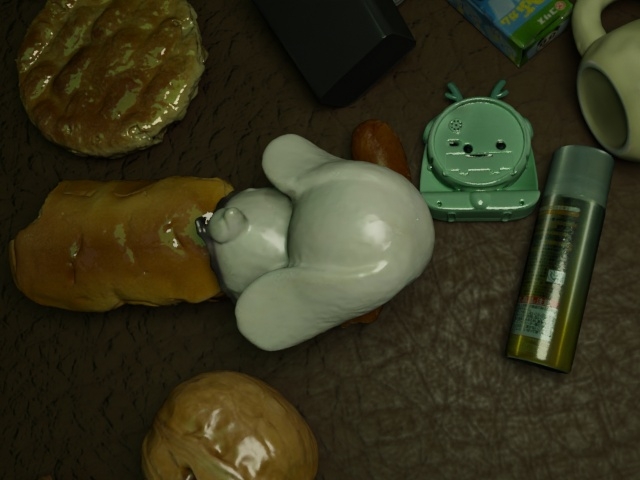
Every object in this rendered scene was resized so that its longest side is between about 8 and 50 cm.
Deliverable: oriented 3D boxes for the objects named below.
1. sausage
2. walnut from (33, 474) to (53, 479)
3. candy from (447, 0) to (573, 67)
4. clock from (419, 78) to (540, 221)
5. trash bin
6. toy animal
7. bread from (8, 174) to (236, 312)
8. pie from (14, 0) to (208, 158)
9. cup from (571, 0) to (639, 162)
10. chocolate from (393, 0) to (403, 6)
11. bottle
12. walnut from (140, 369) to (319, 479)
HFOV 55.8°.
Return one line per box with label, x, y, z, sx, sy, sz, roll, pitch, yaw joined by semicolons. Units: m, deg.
sausage;0.073;-0.024;0.840;0.102;0.076;0.302;8;79;13
walnut;-0.371;0.435;0.793;0.137;0.137;0.246;-3;83;11
candy;0.264;-0.357;0.889;0.097;0.062;0.194;-39;72;0
clock;0.217;-0.131;0.843;0.159;0.066;0.211;-2;76;10
trash bin;0.016;-0.334;0.887;0.165;0.115;0.226;-37;75;32
toy animal;-0.012;-0.012;0.736;0.289;0.174;0.249;-27;65;22
bread;-0.275;0.005;0.867;0.343;0.149;0.195;-4;75;11
pie;-0.343;-0.286;0.991;0.339;0.083;0.340;-2;76;9
cup;0.432;-0.242;0.757;0.202;0.173;0.255;-22;89;4
chocolate;0.136;-0.419;0.925;0.167;0.072;0.072;-42;72;1
bottle;0.309;0.021;0.778;0.082;0.082;0.286;14;80;14
walnut;-0.110;0.268;0.750;0.221;0.195;0.195;31;85;25
